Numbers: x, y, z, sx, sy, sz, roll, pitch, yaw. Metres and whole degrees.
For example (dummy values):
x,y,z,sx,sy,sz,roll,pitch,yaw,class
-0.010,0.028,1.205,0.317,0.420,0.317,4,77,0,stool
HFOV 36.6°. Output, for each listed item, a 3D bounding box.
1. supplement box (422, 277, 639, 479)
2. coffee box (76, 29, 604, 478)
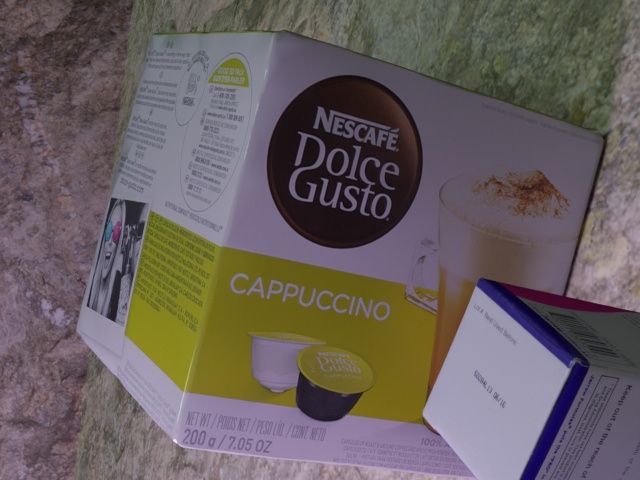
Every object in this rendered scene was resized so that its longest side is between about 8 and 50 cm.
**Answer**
x,y,z,sx,sy,sz,roll,pitch,yaw,class
0.199,0.113,0.649,0.111,0.220,0.114,49,123,58,supplement box
0.000,0.000,0.935,0.338,0.338,0.334,22,98,62,coffee box
